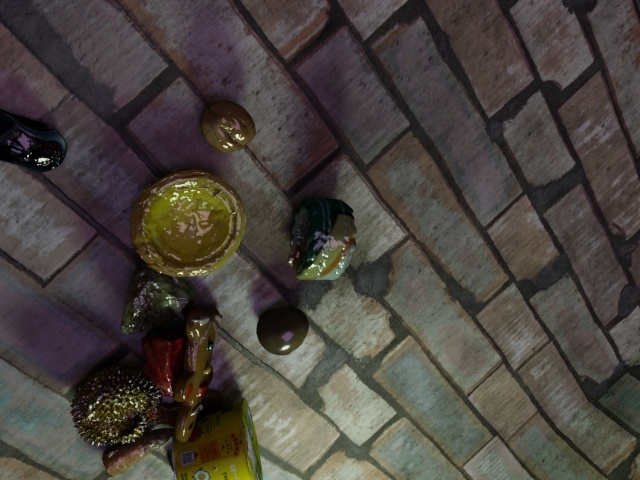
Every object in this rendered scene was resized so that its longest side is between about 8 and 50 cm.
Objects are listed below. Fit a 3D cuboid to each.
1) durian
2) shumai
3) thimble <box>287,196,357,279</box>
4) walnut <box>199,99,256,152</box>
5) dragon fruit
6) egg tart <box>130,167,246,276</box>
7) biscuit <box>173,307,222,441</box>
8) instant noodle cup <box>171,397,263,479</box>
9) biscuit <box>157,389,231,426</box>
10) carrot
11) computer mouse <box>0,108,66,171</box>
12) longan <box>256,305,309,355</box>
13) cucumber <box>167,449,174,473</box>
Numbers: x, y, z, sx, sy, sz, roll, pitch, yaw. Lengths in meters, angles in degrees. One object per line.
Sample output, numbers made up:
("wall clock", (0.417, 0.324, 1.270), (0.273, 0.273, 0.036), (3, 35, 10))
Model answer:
("durian", (-0.649, 0.519, 1.630), (0.292, 0.258, 0.258), (-3, 111, -32))
("shumai", (-0.499, 0.187, 1.582), (0.218, 0.189, 0.256), (13, 110, -23))
("thimble", (0.000, 0.000, 1.671), (0.167, 0.254, 0.288), (5, 134, -19))
("walnut", (-0.278, -0.340, 1.501), (0.166, 0.149, 0.167), (-4, 142, -3))
("dragon fruit", (-0.498, 0.388, 1.605), (0.152, 0.317, 0.205), (4, 84, 6))
("egg tart", (-0.407, -0.055, 1.545), (0.345, 0.132, 0.345), (-6, 103, -25))
("biscuit", (-0.390, 0.434, 1.637), (0.064, 0.283, 0.432), (8, 85, 6))
("instant noodle cup", (-0.353, 0.735, 1.739), (0.254, 0.325, 0.326), (-12, 114, -4))
("biscuit", (-0.461, 0.629, 1.840), (0.319, 0.047, 0.184), (5, 105, -23))
("carrot", (-0.629, 0.729, 1.778), (0.263, 0.102, 0.102), (-26, 116, -7))
("computer mouse", (-0.808, -0.262, 1.346), (0.233, 0.096, 0.137), (19, 102, -27))
("longan", (-0.132, 0.317, 1.786), (0.189, 0.189, 0.189), (-7, 112, -19))
("cucumber", (-0.503, 0.831, 1.891), (0.116, 0.062, 0.115), (-14, 117, -15))
